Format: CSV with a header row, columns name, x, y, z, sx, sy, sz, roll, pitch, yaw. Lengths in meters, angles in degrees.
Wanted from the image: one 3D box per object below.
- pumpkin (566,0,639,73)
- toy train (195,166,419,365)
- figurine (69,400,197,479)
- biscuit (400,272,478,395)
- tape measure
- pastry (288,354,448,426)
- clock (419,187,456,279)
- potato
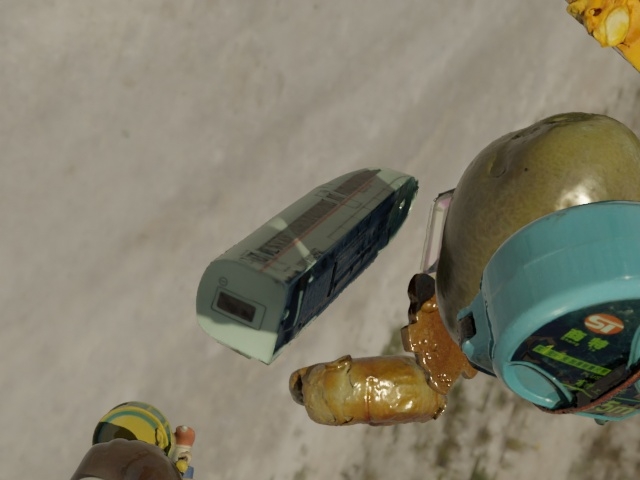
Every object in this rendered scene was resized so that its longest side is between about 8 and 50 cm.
name,x,y,z,sx,sy,sz,roll,pitch,yaw
pumpkin,0.243,-0.307,1.280,0.139,0.280,0.190,-47,164,10
toy train,0.000,0.000,1.342,0.407,0.088,0.086,-39,146,-63
figurine,-0.226,0.289,1.576,0.158,0.161,0.275,62,2,-4
biscuit,0.133,0.087,1.310,0.130,0.019,0.119,-6,84,-32
tape measure,0.144,0.039,0.696,0.146,0.125,0.081,-43,-140,39
pastry,0.069,0.219,1.935,0.218,0.229,0.100,118,-32,-77
clock,0.231,-0.013,1.743,0.071,0.192,0.147,43,42,-33
potato,0.168,0.003,1.028,0.178,0.160,0.235,-23,158,-24
